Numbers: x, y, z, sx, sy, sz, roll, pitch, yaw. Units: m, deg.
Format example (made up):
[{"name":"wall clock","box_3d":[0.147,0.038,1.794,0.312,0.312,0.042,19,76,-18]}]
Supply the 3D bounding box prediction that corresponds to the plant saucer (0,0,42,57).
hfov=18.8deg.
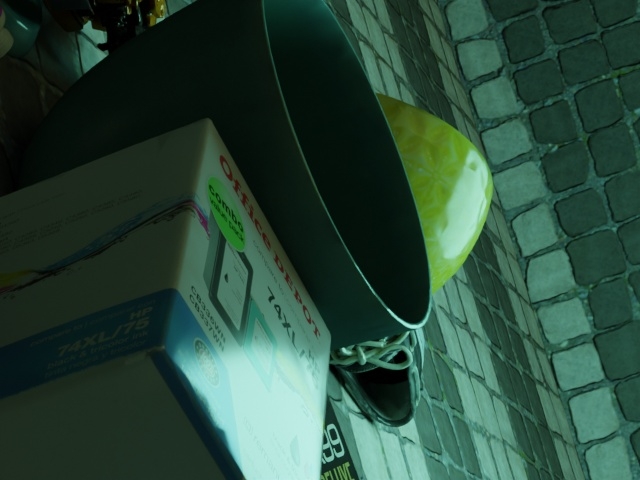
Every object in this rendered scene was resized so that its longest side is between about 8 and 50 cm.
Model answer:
[{"name":"plant saucer","box_3d":[-0.249,-0.202,1.512,0.119,0.021,0.119,58,19,-34]}]

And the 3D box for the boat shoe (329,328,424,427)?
[{"name":"boat shoe","box_3d":[0.043,0.089,1.965,0.306,0.113,0.105,74,11,-53]}]

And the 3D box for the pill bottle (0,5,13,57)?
[{"name":"pill bottle","box_3d":[-0.256,-0.168,1.397,0.083,0.043,0.043,56,20,-38]}]

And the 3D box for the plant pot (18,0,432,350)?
[{"name":"plant pot","box_3d":[-0.082,-0.033,1.454,0.293,0.235,0.293,58,19,-34]}]

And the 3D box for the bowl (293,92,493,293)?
[{"name":"bowl","box_3d":[0.000,0.000,1.687,0.289,0.289,0.156,49,45,-52]}]

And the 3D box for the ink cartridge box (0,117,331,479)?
[{"name":"ink cartridge box","box_3d":[-0.124,0.093,1.209,0.270,0.197,0.198,-86,151,-58]}]

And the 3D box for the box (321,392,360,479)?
[{"name":"box","box_3d":[-0.040,0.222,1.556,0.242,0.077,0.307,70,16,5]}]

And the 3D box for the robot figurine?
[{"name":"robot figurine","box_3d":[-0.182,-0.252,1.564,0.291,0.085,0.211,63,28,-81]}]
